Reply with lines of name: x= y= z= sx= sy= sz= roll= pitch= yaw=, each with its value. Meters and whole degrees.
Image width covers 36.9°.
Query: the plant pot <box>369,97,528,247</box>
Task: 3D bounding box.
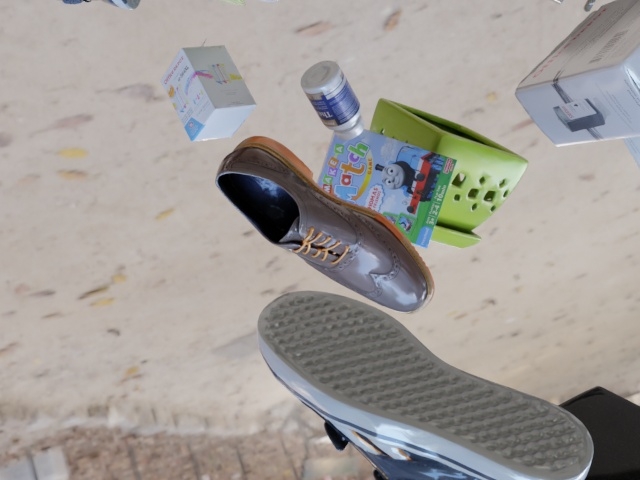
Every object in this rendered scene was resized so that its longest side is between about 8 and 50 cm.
plant pot: x=0.209 y=-0.118 z=1.796 sx=0.228 sy=0.227 sz=0.207 roll=14 pitch=107 yaw=-34

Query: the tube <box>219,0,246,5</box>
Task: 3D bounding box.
tube: x=-0.171 y=-0.399 z=1.463 sx=0.062 sy=0.070 sz=0.240 roll=-24 pitch=-178 yaw=4

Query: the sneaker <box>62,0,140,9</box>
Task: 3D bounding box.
sneaker: x=-0.404 y=-0.455 z=1.558 sx=0.164 sy=0.086 sz=0.226 roll=12 pitch=163 yaw=12

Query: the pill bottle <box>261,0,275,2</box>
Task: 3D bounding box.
pill bottle: x=-0.214 y=-0.585 z=1.835 sx=0.224 sy=0.224 sz=0.392 roll=-31 pitch=163 yaw=33

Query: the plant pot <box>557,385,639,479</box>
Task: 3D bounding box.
plant pot: x=0.344 y=0.290 z=1.150 sx=0.167 sy=0.187 sz=0.188 roll=-44 pitch=132 yaw=-19

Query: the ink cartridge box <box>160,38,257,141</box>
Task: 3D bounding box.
ink cartridge box: x=-0.189 y=-0.249 z=1.569 sx=0.090 sy=0.143 sz=0.092 roll=-15 pitch=159 yaw=-43

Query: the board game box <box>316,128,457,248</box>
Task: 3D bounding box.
board game box: x=0.104 y=-0.093 z=1.609 sx=0.212 sy=0.160 sz=0.039 roll=17 pitch=-175 yaw=-7

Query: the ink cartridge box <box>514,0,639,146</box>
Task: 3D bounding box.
ink cartridge box: x=0.323 y=-0.184 z=0.990 sx=0.158 sy=0.092 sz=0.218 roll=-44 pitch=-166 yaw=-10

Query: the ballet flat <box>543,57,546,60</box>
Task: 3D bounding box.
ballet flat: x=0.462 y=-0.257 z=1.526 sx=0.247 sy=0.083 sz=0.087 roll=-6 pitch=161 yaw=-6

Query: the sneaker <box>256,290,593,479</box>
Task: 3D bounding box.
sneaker: x=0.075 y=0.164 z=0.863 sx=0.126 sy=0.321 sz=0.127 roll=-41 pitch=148 yaw=-39

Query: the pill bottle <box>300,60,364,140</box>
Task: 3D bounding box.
pill bottle: x=0.023 y=-0.213 z=1.480 sx=0.067 sy=0.067 sz=0.120 roll=-23 pitch=132 yaw=12

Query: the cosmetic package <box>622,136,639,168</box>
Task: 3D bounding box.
cosmetic package: x=0.722 y=-0.281 z=1.777 sx=0.156 sy=0.217 sz=0.385 roll=-35 pitch=-172 yaw=-25

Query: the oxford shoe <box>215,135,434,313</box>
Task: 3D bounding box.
oxford shoe: x=0.000 y=0.000 z=1.374 sx=0.130 sy=0.364 sz=0.132 roll=-55 pitch=179 yaw=28

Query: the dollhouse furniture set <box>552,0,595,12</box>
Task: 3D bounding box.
dollhouse furniture set: x=0.338 y=-0.428 z=1.460 sx=0.161 sy=0.212 sz=0.242 roll=-63 pitch=176 yaw=-1
